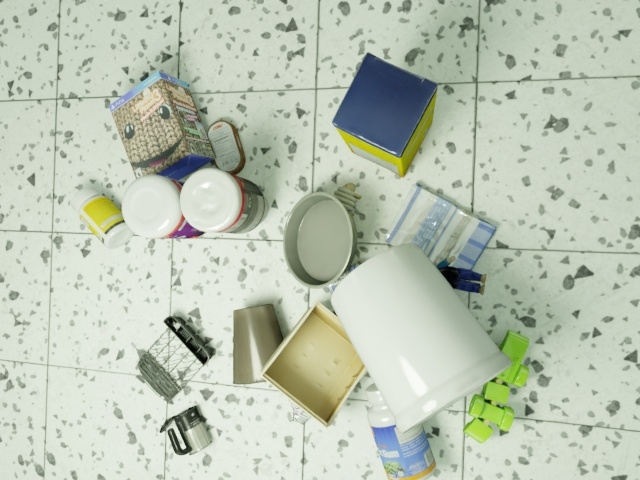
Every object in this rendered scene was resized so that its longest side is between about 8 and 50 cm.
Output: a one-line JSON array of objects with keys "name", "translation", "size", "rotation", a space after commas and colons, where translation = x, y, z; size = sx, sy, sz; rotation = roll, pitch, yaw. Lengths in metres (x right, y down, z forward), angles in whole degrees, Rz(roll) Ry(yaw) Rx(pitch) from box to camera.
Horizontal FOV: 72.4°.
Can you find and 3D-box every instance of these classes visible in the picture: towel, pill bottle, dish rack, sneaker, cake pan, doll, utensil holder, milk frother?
[{"name": "towel", "translation": [0.359, -0.022, 1.331], "size": [0.285, 0.034, 0.209], "rotation": [31, 97, 10]}, {"name": "pill bottle", "translation": [0.227, 0.558, 1.295], "size": [0.152, 0.152, 0.272], "rotation": [-21, 85, 11]}, {"name": "dish rack", "translation": [-0.511, 0.410, 1.496], "size": [0.208, 0.074, 0.271], "rotation": [44, 98, 10]}, {"name": "sneaker", "translation": [-0.084, 0.558, 1.420], "size": [0.098, 0.038, 0.069], "rotation": [41, 97, 10]}, {"name": "pill bottle", "translation": [-0.761, -0.080, 1.529], "size": [0.208, 0.119, 0.119], "rotation": [44, 98, 9]}, {"name": "pill bottle", "translation": [-0.444, -0.094, 1.355], "size": [0.181, 0.323, 0.182], "rotation": [0, 89, 12]}, {"name": "cake pan", "translation": [0.000, 0.000, 1.333], "size": [0.293, 0.054, 0.293], "rotation": [-4, 85, 44]}, {"name": "doll", "translation": [0.389, 0.106, 1.294], "size": [0.189, 0.046, 0.129], "rotation": [9, 118, 23]}, {"name": "pill bottle", "translation": [0.094, 0.117, 1.364], "size": [0.137, 0.078, 0.078], "rotation": [-16, 86, 11]}, {"name": "pill bottle", "translation": [-0.268, -0.109, 1.320], "size": [0.176, 0.318, 0.176], "rotation": [0, 90, 11]}, {"name": "utensil holder", "translation": [0.250, 0.247, 1.163], "size": [0.327, 0.327, 0.385], "rotation": [-36, 63, 10]}, {"name": "milk frother", "translation": [-0.461, 0.653, 1.482], "size": [0.143, 0.129, 0.135], "rotation": [-34, 80, 53]}]

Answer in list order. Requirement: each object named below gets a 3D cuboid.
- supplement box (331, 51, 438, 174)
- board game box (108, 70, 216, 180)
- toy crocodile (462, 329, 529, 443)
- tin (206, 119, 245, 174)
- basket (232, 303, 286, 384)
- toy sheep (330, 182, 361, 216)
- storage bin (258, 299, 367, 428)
[{"name": "supplement box", "translation": [0.185, -0.324, 1.204], "size": [0.194, 0.356, 0.195], "rotation": [29, 95, 10]}, {"name": "board game box", "translation": [-0.523, -0.359, 1.450], "size": [0.232, 0.141, 0.291], "rotation": [-25, 85, 21]}, {"name": "toy crocodile", "translation": [0.511, 0.426, 1.269], "size": [0.115, 0.105, 0.341], "rotation": [20, 89, 12]}, {"name": "tin", "translation": [-0.319, -0.314, 1.478], "size": [0.106, 0.040, 0.190], "rotation": [-19, 86, 7]}, {"name": "basket", "translation": [-0.200, 0.324, 1.394], "size": [0.204, 0.154, 0.227], "rotation": [-12, 83, 14]}, {"name": "toy sheep", "translation": [0.074, -0.118, 1.367], "size": [0.091, 0.091, 0.132], "rotation": [23, 88, 11]}, {"name": "storage bin", "translation": [-0.003, 0.367, 1.290], "size": [0.260, 0.123, 0.262], "rotation": [39, 69, -2]}]
